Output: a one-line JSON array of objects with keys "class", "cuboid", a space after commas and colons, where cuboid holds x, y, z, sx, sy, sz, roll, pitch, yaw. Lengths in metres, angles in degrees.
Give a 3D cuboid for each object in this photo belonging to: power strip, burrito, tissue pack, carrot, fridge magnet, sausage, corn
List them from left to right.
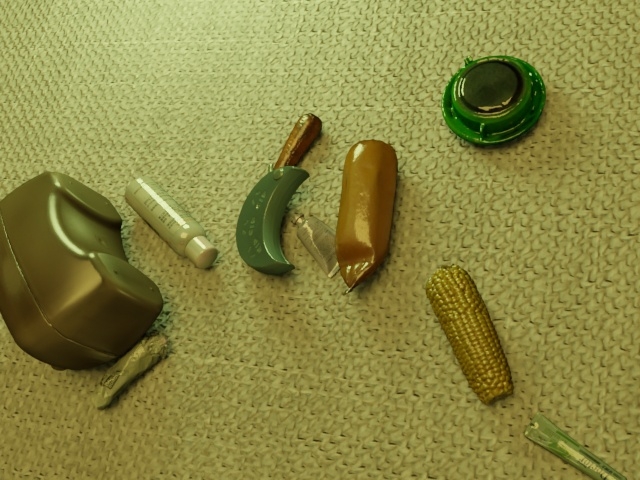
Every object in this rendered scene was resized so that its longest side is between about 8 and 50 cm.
[{"class": "tissue pack", "cuboid": [-0.527, 0.072, 1.591, 0.277, 0.267, 0.387, -39, 60, 4]}, {"class": "burrito", "cuboid": [-0.391, 0.264, 1.578, 0.203, 0.064, 0.064, -43, 61, -3]}, {"class": "power strip", "cuboid": [-0.101, -0.049, 1.591, 0.167, 0.054, 0.253, -12, 63, 40]}, {"class": "carrot", "cuboid": [-0.053, -0.201, 1.682, 0.055, 0.055, 0.161, 29, 86, 27]}, {"class": "sausage", "cuboid": [0.087, -0.042, 1.530, 0.112, 0.112, 0.328, 1, 68, 19]}, {"class": "corn", "cuboid": [0.266, 0.163, 1.387, 0.091, 0.091, 0.260, -24, 66, 4]}, {"class": "fridge magnet", "cuboid": [0.345, -0.287, 1.561, 0.208, 0.088, 0.208, -7, 65, 15]}]

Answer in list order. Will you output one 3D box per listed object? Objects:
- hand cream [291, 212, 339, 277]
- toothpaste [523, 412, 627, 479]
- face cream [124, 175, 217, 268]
[{"class": "hand cream", "cuboid": [0.000, 0.000, 1.579, 0.142, 0.053, 0.084, 43, 86, 14]}, {"class": "toothpaste", "cuboid": [0.428, 0.358, 1.278, 0.197, 0.029, 0.048, 33, 80, 31]}, {"class": "face cream", "cuboid": [-0.320, -0.037, 1.678, 0.082, 0.082, 0.269, -45, 60, -5]}]
